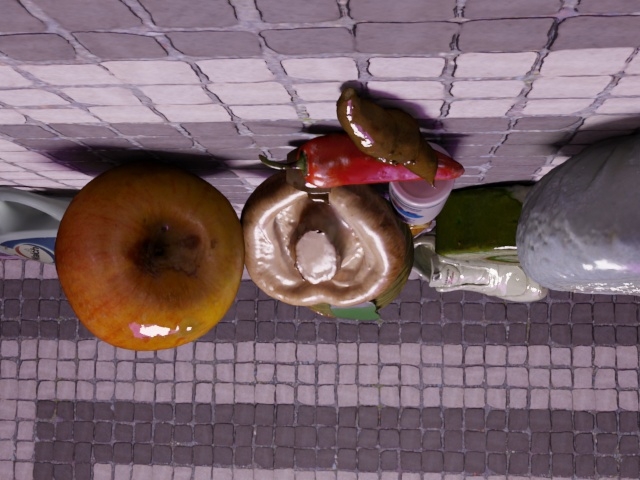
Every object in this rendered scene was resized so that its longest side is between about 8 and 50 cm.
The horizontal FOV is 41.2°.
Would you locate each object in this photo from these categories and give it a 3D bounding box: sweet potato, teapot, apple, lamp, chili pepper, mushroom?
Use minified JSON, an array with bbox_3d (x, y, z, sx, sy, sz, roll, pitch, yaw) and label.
[{"bbox_3d":[0.086,-0.117,0.985,0.067,0.067,0.274,-3,166,30],"label":"sweet potato"},{"bbox_3d":[-0.009,-0.096,1.198,0.080,0.085,0.110,2,-166,-3],"label":"teapot"},{"bbox_3d":[-0.270,0.026,1.325,0.299,0.299,0.275,4,166,-31],"label":"apple"},{"bbox_3d":[0.043,0.007,1.530,0.250,0.250,0.284,-1,140,18],"label":"lamp"},{"bbox_3d":[0.054,-0.104,1.101,0.272,0.071,0.063,-1,179,-12],"label":"chili pepper"},{"bbox_3d":[0.000,0.000,1.358,0.278,0.278,0.146,-1,-148,15],"label":"mushroom"}]

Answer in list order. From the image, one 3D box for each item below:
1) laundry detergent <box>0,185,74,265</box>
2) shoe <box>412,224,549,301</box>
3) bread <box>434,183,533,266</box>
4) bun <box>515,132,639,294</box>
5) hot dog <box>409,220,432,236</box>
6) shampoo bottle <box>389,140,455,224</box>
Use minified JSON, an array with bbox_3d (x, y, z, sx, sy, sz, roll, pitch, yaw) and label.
[{"bbox_3d":[-0.564,-0.035,1.658,0.280,0.105,0.215,16,151,-10],"label":"laundry detergent"},{"bbox_3d":[0.327,0.065,1.876,0.210,0.132,0.342,-20,-147,-38],"label":"shoe"},{"bbox_3d":[0.403,-0.025,1.624,0.366,0.129,0.382,2,174,18],"label":"bread"},{"bbox_3d":[0.433,-0.028,1.129,0.362,0.211,0.362,1,178,0],"label":"bun"},{"bbox_3d":[0.188,-0.031,1.916,0.083,0.068,0.289,-22,174,-9],"label":"hot dog"},{"bbox_3d":[0.147,-0.076,1.285,0.092,0.092,0.303,0,175,3],"label":"shampoo bottle"}]
